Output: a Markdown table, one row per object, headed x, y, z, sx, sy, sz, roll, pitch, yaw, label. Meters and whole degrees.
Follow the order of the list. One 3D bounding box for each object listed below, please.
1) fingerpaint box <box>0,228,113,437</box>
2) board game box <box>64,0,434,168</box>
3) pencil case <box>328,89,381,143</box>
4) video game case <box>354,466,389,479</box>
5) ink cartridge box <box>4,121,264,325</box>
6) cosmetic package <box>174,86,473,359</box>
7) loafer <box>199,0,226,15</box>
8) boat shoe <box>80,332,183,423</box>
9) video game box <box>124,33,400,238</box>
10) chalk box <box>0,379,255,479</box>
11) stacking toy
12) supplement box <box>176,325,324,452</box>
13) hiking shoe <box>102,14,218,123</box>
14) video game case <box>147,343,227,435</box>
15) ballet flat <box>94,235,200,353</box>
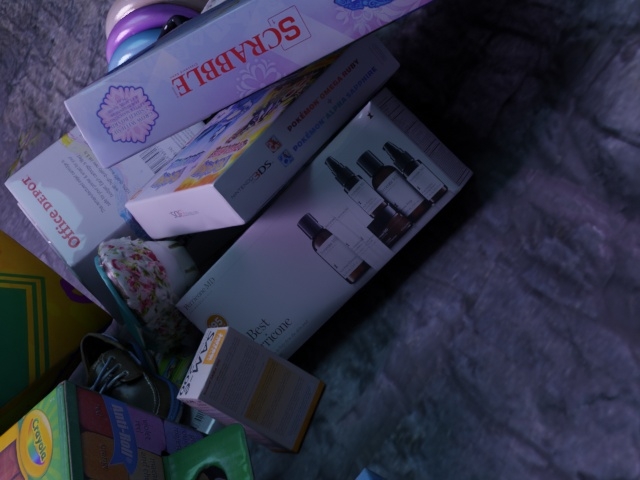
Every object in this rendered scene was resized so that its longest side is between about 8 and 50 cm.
| x | y | z | sx | sy | sz | roll | pitch | yaw | label |
| --- | --- | --- | --- | --- | --- | --- | --- | --- | --- |
| -0.427 | 0.236 | 1.451 | 0.445 | 0.163 | 0.371 | -53 | -3 | 22 | fingerpaint box |
| -0.012 | -0.190 | 1.295 | 0.318 | 0.066 | 0.319 | -25 | 11 | 20 | board game box |
| 0.033 | -0.116 | 1.376 | 0.070 | 0.064 | 0.152 | -50 | 26 | 18 | pencil case |
| 0.005 | 0.307 | 0.960 | 0.244 | 0.061 | 0.269 | -50 | 27 | 12 | video game case |
| -0.170 | -0.038 | 1.467 | 0.176 | 0.127 | 0.128 | -38 | 58 | -7 | ink cartridge box |
| 0.000 | 0.000 | 1.249 | 0.239 | 0.099 | 0.060 | -46 | -1 | 23 | cosmetic package |
| -0.055 | -0.329 | 1.677 | 0.319 | 0.111 | 0.112 | -59 | -4 | -15 | loafer |
| -0.174 | 0.132 | 1.394 | 0.066 | 0.066 | 0.183 | -58 | 26 | 2 | boat shoe |
| -0.052 | -0.082 | 1.295 | 0.187 | 0.048 | 0.205 | -49 | 17 | -21 | video game box |
| -0.157 | 0.235 | 1.155 | 0.289 | 0.179 | 0.180 | -41 | 41 | 28 | chalk box |
| -0.164 | -0.115 | 1.666 | 0.141 | 0.141 | 0.330 | -36 | 40 | 36 | stacking toy |
| -0.053 | 0.115 | 1.228 | 0.036 | 0.098 | 0.062 | -9 | 53 | 57 | supplement box |
| -0.100 | -0.177 | 1.552 | 0.227 | 0.114 | 0.086 | -35 | 56 | -12 | hiking shoe |
| -0.154 | 0.199 | 1.394 | 0.206 | 0.026 | 0.227 | 8 | 69 | 62 | video game case |
| -0.140 | 0.036 | 1.349 | 0.077 | 0.091 | 0.241 | -33 | -9 | -8 | ballet flat |
